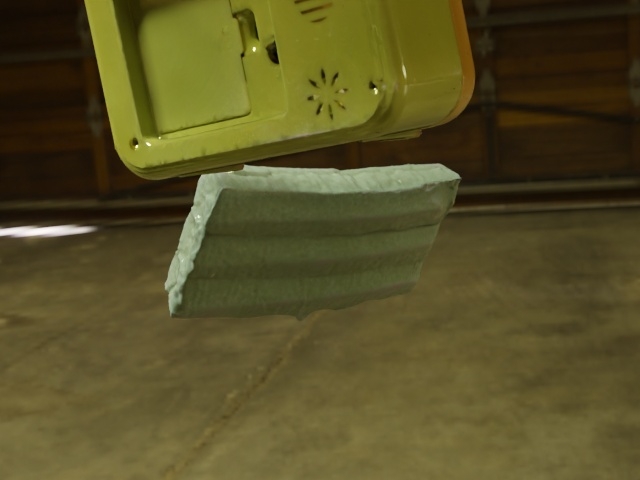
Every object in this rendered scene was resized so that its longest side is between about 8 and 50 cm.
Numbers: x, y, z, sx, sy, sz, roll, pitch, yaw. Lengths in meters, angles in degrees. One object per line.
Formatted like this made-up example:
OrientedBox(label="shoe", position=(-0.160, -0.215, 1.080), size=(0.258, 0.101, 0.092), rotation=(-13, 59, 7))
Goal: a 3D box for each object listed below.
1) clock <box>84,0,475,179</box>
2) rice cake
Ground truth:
OrientedBox(label="clock", position=(-0.026, -0.115, 0.608), size=(0.202, 0.143, 0.096), rotation=(-7, 5, 37))
OrientedBox(label="rice cake", position=(0.000, 0.000, 0.803), size=(0.237, 0.127, 0.043), rotation=(-5, 42, -38))
